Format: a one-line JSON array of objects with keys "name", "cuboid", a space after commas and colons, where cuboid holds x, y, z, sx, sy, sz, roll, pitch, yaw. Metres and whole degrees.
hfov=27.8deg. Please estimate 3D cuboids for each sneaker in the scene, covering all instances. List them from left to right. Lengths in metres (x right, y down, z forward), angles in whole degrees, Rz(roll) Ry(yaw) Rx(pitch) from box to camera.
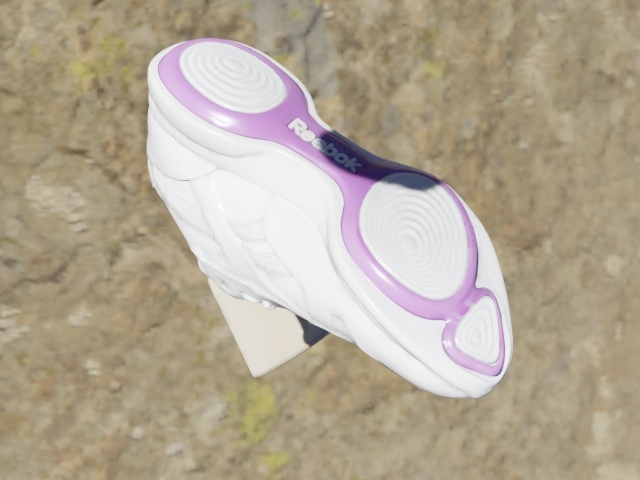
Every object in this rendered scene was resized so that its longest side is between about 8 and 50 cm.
[{"name": "sneaker", "cuboid": [0.000, 0.000, 0.848, 0.114, 0.305, 0.152, -31, 155, -37]}]

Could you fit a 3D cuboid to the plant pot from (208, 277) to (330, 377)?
[{"name": "plant pot", "cuboid": [-0.022, 0.054, 1.243, 0.109, 0.096, 0.109, -33, 101, -53]}]
